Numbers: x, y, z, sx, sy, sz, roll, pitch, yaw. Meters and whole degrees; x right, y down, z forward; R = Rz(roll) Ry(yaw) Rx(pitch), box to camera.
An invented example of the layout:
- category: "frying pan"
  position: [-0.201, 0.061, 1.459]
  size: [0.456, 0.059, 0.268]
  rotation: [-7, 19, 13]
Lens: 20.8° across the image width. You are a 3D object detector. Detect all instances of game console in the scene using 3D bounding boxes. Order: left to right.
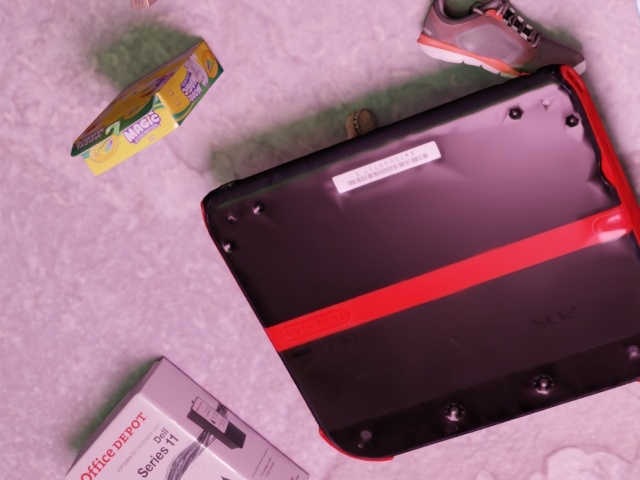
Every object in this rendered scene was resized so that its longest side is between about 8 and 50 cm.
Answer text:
- category: "game console"
  position: [0.122, 0.034, 1.671]
  size: [0.386, 0.060, 0.342]
  rotation: [-20, 113, 17]

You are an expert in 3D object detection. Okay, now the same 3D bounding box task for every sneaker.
- category: "sneaker"
  position: [0.168, -0.187, 1.594]
  size: [0.158, 0.061, 0.065]
  rotation: [13, 109, 8]

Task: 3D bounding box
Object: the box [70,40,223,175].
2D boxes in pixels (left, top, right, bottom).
- category: "box"
  position: [-0.162, -0.122, 1.639]
  size: [0.105, 0.179, 0.043]
  rotation: [-28, 103, 24]

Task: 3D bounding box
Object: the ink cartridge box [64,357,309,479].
- category: "ink cartridge box"
  position: [-0.143, 0.250, 1.848]
  size: [0.208, 0.087, 0.153]
  rotation: [39, 116, -3]

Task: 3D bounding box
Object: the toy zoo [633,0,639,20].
- category: "toy zoo"
  position: [0.377, -0.287, 1.510]
  size: [0.192, 0.030, 0.293]
  rotation: [37, 117, -3]

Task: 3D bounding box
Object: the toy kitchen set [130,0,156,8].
- category: "toy kitchen set"
  position: [-0.208, -0.254, 1.655]
  size: [0.083, 0.068, 0.075]
  rotation: [-2, 113, 16]

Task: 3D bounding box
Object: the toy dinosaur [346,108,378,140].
- category: "toy dinosaur"
  position: [0.000, 0.000, 1.719]
  size: [0.118, 0.064, 0.268]
  rotation: [6, 118, 5]
